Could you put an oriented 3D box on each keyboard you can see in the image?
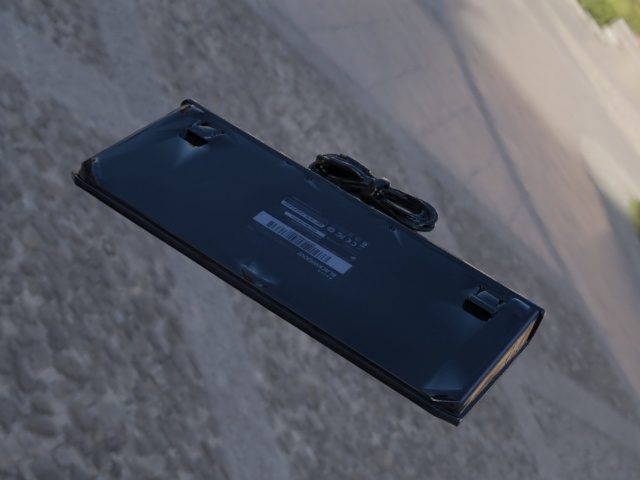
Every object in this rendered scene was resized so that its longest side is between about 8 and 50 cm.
[{"bbox_3d":[0.000,0.000,0.486,0.180,0.023,0.108,32,41,17],"label":"keyboard"}]
